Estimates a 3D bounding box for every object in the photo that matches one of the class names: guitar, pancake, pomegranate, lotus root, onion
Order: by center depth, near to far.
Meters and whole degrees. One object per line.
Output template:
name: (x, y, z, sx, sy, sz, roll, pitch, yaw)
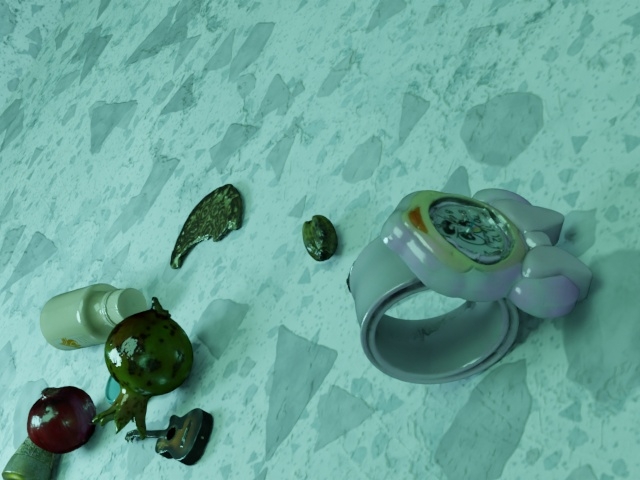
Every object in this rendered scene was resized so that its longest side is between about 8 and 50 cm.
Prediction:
lotus root: (0.000, 0.000, 1.790, 0.054, 0.049, 0.099, -36, 35, 16)
guitar: (-0.253, 0.316, 1.873, 0.233, 0.025, 0.088, -12, 52, 50)
pomegranate: (-0.301, 0.211, 1.901, 0.220, 0.156, 0.156, -51, 29, -19)
onion: (-0.459, 0.316, 2.065, 0.131, 0.131, 0.131, -34, 38, 32)
pancake: (-0.204, -0.022, 2.120, 0.190, 0.020, 0.184, 12, 71, 58)

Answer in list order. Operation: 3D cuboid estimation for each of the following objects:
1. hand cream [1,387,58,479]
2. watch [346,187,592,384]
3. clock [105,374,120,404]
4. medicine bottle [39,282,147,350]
hand cream: (-0.508, 0.363, 2.142, 0.084, 0.084, 0.203, -21, 39, 44)
watch: (0.162, 0.058, 1.409, 0.211, 0.248, 0.218, -101, 26, -48)
clock: (-0.334, 0.253, 2.022, 0.108, 0.045, 0.147, -16, 50, 49)
medicine bottle: (-0.419, 0.138, 2.177, 0.252, 0.114, 0.114, -16, 49, 46)
